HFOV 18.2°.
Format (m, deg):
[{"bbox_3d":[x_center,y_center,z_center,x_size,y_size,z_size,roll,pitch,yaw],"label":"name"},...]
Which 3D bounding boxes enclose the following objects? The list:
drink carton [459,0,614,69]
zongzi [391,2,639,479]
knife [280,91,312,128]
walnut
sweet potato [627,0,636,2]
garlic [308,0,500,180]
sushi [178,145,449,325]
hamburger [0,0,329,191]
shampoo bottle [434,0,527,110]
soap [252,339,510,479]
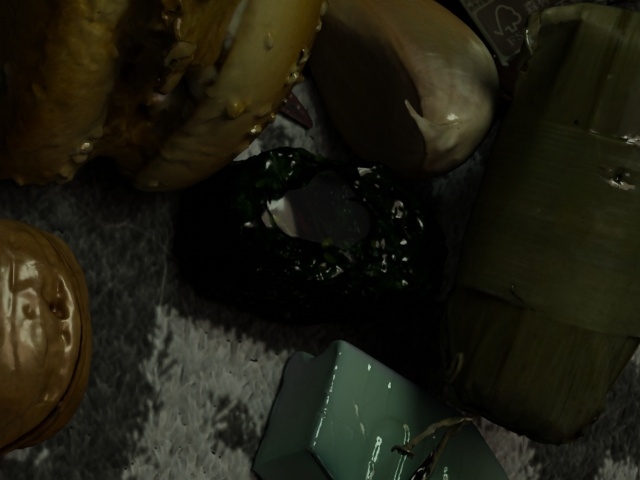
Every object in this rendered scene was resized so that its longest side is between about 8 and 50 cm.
[{"bbox_3d":[0.149,-0.337,1.796,0.324,0.132,0.194,55,29,-6],"label":"drink carton"},{"bbox_3d":[0.198,0.032,1.710,0.181,0.418,0.447,20,92,6],"label":"zongzi"},{"bbox_3d":[-0.095,-0.170,1.687,0.247,0.018,0.035,37,52,-27],"label":"knife"},{"bbox_3d":[-0.231,0.067,1.442,0.144,0.144,0.180,5,67,-37],"label":"walnut"},{"bbox_3d":[0.373,-0.354,2.068,0.072,0.066,0.314,45,58,-12],"label":"sweet potato"},{"bbox_3d":[0.069,-0.133,1.682,0.145,0.245,0.164,-44,132,7],"label":"garlic"},{"bbox_3d":[0.000,0.000,1.644,0.225,0.127,0.124,15,68,-36],"label":"sushi"},{"bbox_3d":[-0.111,-0.262,1.507,0.268,0.287,0.446,9,77,-26],"label":"hamburger"},{"bbox_3d":[0.132,-0.182,1.831,0.236,0.067,0.068,27,72,-30],"label":"shampoo bottle"},{"bbox_3d":[0.063,0.200,1.663,0.230,0.091,0.145,33,60,-26],"label":"soap"}]
